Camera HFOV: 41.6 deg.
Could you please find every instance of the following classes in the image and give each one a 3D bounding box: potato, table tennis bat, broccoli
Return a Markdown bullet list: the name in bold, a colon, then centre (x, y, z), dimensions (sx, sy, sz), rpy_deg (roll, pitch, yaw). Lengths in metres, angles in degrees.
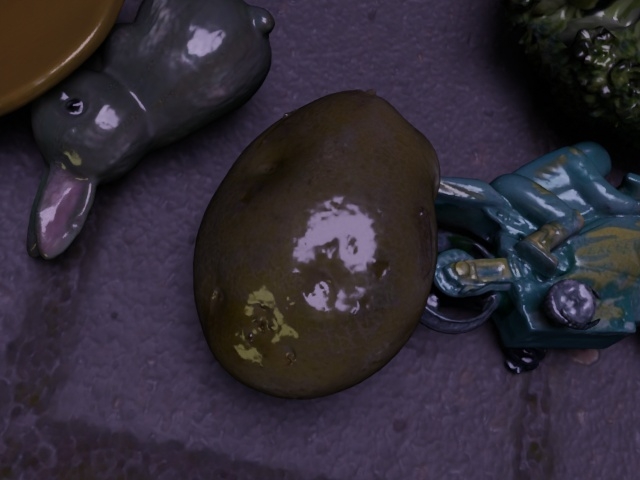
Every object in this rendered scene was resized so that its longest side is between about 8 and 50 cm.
- **potato**: centre (0.000, 0.000, 0.616), dimensions (0.178, 0.160, 0.235), rpy_deg (23, 79, 8)
- **table tennis bat**: centre (-0.191, -0.194, 0.643), dimensions (0.321, 0.050, 0.198), rpy_deg (-23, 53, 9)
- **broccoli**: centre (0.299, -0.211, 0.744), dimensions (0.288, 0.235, 0.259), rpy_deg (22, 100, -12)

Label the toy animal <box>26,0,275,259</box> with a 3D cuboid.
- **toy animal**: centre (-0.151, -0.100, 0.650), dimensions (0.125, 0.127, 0.251), rpy_deg (40, 70, 2)

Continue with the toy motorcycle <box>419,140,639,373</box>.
- **toy motorcycle**: centre (0.205, 0.001, 0.698), dimensions (0.297, 0.109, 0.198), rpy_deg (1, 66, -13)
